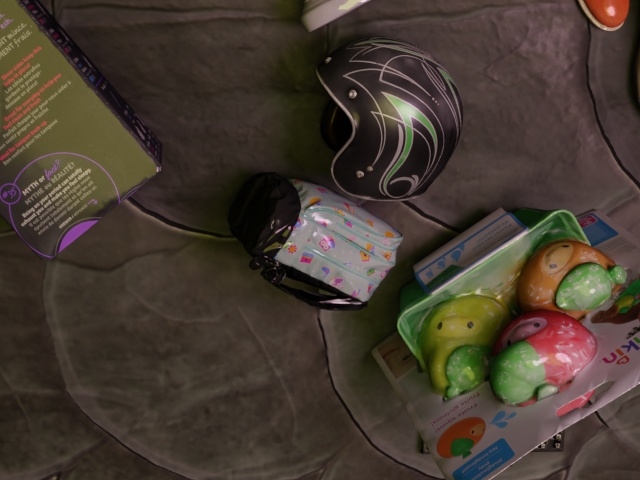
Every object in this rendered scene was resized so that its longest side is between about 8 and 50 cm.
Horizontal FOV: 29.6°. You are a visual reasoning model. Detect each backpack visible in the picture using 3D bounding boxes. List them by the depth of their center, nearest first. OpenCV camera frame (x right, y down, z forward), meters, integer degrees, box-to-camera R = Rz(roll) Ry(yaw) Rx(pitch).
[{"bbox_3d":[0.000,0.000,1.358,0.182,0.152,0.115,26,108,-25],"label":"backpack"}]

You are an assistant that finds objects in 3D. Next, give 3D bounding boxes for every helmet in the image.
[{"bbox_3d":[0.072,-0.140,1.323,0.169,0.169,0.161,7,118,-9],"label":"helmet"}]

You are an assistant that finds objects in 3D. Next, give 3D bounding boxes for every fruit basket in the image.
[{"bbox_3d":[0.223,0.092,1.300,0.327,0.353,0.165,-34,106,2],"label":"fruit basket"}]

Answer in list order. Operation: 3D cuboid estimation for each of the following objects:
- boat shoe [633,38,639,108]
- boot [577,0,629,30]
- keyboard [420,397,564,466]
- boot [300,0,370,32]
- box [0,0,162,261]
[{"bbox_3d":[0.423,-0.281,1.355,0.123,0.120,0.324,-10,105,-9],"label":"boat shoe"},{"bbox_3d":[0.322,-0.309,1.357,0.059,0.084,0.158,-18,108,-9],"label":"boot"},{"bbox_3d":[0.215,0.243,1.506,0.180,0.023,0.108,1,103,-7],"label":"keyboard"},{"bbox_3d":[0.064,-0.340,1.318,0.258,0.095,0.123,-34,100,-7],"label":"boot"},{"bbox_3d":[-0.312,-0.139,1.277,0.165,0.143,0.270,-38,105,3],"label":"box"}]
